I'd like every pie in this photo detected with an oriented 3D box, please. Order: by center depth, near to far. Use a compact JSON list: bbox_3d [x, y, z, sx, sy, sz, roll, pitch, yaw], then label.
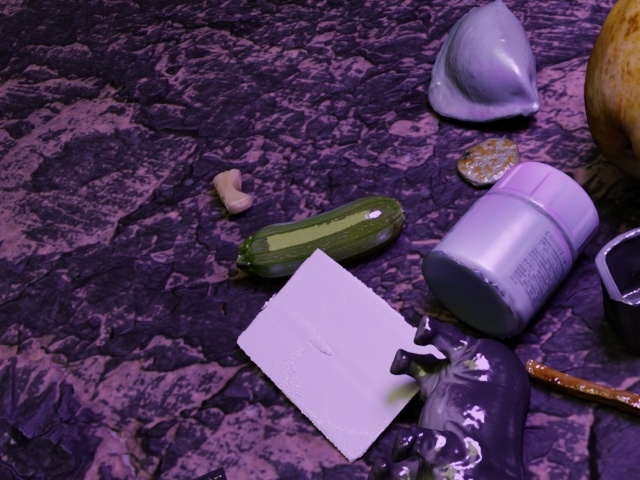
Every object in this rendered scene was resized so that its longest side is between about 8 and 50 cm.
[{"bbox_3d":[0.218,-0.102,1.273,0.085,0.017,0.085,-11,46,11],"label":"pie"}]

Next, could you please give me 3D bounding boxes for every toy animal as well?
[{"bbox_3d":[0.135,0.237,0.924,0.169,0.106,0.343,12,49,-17],"label":"toy animal"}]

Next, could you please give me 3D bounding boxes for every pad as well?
[{"bbox_3d":[0.016,0.121,1.117,0.156,0.004,0.232,-48,53,-1],"label":"pad"}]

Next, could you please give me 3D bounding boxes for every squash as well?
[{"bbox_3d":[0.000,0.000,1.225,0.219,0.068,0.077,-14,69,6],"label":"squash"}]

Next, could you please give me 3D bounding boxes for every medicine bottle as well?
[{"bbox_3d":[0.213,0.009,1.096,0.135,0.135,0.168,27,64,36],"label":"medicine bottle"}]

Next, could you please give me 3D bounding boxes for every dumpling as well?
[{"bbox_3d":[0.228,-0.229,1.341,0.105,0.149,0.216,6,47,-27],"label":"dumpling"}]

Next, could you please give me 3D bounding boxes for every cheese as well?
[{"bbox_3d":[-0.118,-0.067,1.352,0.044,0.030,0.083,-33,41,-2],"label":"cheese"}]

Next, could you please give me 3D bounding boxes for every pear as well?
[{"bbox_3d":[0.435,-0.169,1.068,0.304,0.304,0.303,-10,47,11],"label":"pear"}]

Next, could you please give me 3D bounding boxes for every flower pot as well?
[{"bbox_3d":[0.405,0.046,1.014,0.229,0.108,0.103,-9,48,13],"label":"flower pot"}]

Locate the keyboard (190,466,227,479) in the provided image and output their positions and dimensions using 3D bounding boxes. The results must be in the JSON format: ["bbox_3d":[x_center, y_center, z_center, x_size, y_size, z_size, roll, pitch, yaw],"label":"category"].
[{"bbox_3d":[-0.190,0.308,1.057,0.202,0.011,0.067,-23,45,-2],"label":"keyboard"}]

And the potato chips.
[{"bbox_3d":[0.307,0.158,1.005,0.204,0.026,0.037,10,51,28],"label":"potato chips"}]
